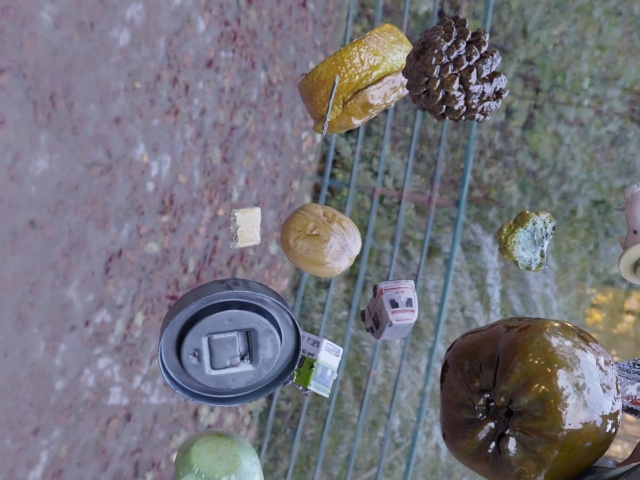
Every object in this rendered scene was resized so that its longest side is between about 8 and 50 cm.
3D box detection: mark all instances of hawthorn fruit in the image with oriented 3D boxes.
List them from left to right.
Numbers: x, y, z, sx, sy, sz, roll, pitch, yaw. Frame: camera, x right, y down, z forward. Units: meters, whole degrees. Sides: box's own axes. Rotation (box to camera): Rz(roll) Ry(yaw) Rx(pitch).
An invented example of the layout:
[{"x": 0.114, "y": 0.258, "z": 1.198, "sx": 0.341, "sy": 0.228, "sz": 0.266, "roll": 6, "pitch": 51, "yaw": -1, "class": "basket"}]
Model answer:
[{"x": 0.330, "y": 0.239, "z": 1.276, "sx": 0.300, "sy": 0.267, "sz": 0.268, "roll": 2, "pitch": 99, "yaw": -52, "class": "hawthorn fruit"}]

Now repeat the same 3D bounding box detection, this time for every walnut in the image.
[{"x": 0.000, "y": 0.000, "z": 2.226, "sx": 0.193, "sy": 0.225, "sz": 0.193, "roll": -47, "pitch": 151, "yaw": -37, "class": "walnut"}]

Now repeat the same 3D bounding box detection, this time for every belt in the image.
[{"x": 0.544, "y": 0.281, "z": 1.623, "sx": 0.126, "sy": 0.359, "sz": 0.094, "roll": -116, "pitch": -141, "yaw": -64, "class": "belt"}]

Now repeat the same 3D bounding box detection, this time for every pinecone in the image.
[{"x": 0.262, "y": -0.318, "z": 1.572, "sx": 0.184, "sy": 0.204, "sz": 0.179, "roll": -48, "pitch": -146, "yaw": 44, "class": "pinecone"}]

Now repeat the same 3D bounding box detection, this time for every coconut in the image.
[{"x": -0.247, "y": 0.566, "z": 1.985, "sx": 0.236, "sy": 0.235, "sz": 0.205, "roll": 76, "pitch": -12, "yaw": -52, "class": "coconut"}]

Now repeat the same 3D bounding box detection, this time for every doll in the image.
[{"x": 0.677, "y": -0.015, "z": 1.685, "sx": 0.271, "sy": 0.143, "sz": 0.208, "roll": -9, "pitch": 98, "yaw": -74, "class": "doll"}]

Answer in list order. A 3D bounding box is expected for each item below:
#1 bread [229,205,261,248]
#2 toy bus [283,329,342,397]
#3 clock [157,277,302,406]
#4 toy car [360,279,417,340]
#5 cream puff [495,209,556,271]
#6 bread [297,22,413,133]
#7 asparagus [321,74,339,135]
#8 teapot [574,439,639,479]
[{"x": -0.148, "y": -0.026, "z": 1.636, "sx": 0.070, "sy": 0.035, "sz": 0.083, "roll": -15, "pitch": 109, "yaw": -41, "class": "bread"}, {"x": -0.094, "y": 0.285, "z": 2.058, "sx": 0.113, "sy": 0.301, "sz": 0.139, "roll": 36, "pitch": 73, "yaw": -48, "class": "toy bus"}, {"x": -0.201, "y": 0.228, "z": 1.822, "sx": 0.066, "sy": 0.318, "sz": 0.319, "roll": -113, "pitch": -160, "yaw": -57, "class": "clock"}, {"x": 0.152, "y": 0.169, "z": 1.807, "sx": 0.210, "sy": 0.089, "sz": 0.108, "roll": 108, "pitch": -27, "yaw": -59, "class": "toy car"}, {"x": 0.491, "y": -0.006, "z": 1.982, "sx": 0.121, "sy": 0.156, "sz": 0.156, "roll": -104, "pitch": -161, "yaw": -73, "class": "cream puff"}, {"x": 0.123, "y": -0.459, "z": 2.405, "sx": 0.215, "sy": 0.398, "sz": 0.398, "roll": 56, "pitch": 28, "yaw": -4, "class": "bread"}, {"x": 0.023, "y": -0.333, "z": 2.017, "sx": 0.013, "sy": 0.016, "sz": 0.166, "roll": 71, "pitch": 32, "yaw": -73, "class": "asparagus"}, {"x": 0.474, "y": 0.417, "z": 1.190, "sx": 0.376, "sy": 0.305, "sz": 0.362, "roll": -50, "pitch": -174, "yaw": -13, "class": "teapot"}]
